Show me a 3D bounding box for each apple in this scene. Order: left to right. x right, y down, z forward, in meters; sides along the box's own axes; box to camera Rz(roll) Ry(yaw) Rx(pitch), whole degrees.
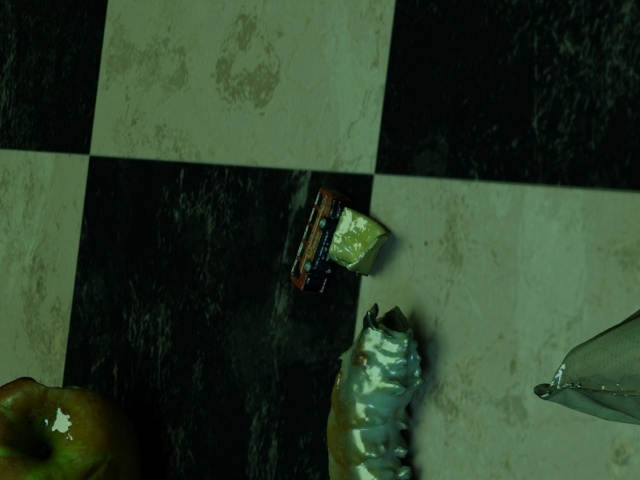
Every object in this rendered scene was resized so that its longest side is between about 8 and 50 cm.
[{"bbox_3d":[-0.345,0.298,1.739,0.226,0.246,0.246,106,150,-52],"label":"apple"}]

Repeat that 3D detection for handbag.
[{"bbox_3d":[0.302,0.077,0.946,0.270,0.182,0.117,-2,111,51],"label":"handbag"}]

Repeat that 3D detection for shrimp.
[{"bbox_3d":[0.078,0.218,1.307,0.185,0.068,0.287,-57,45,34],"label":"shrimp"}]

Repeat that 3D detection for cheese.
[{"bbox_3d":[0.043,0.009,1.411,0.060,0.041,0.084,-67,23,10],"label":"cheese"}]

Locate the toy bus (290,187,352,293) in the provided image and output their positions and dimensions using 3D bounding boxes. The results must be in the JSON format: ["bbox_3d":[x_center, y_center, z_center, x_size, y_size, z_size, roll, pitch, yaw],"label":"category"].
[{"bbox_3d":[0.000,0.000,1.481,0.043,0.031,0.110,40,115,52],"label":"toy bus"}]
